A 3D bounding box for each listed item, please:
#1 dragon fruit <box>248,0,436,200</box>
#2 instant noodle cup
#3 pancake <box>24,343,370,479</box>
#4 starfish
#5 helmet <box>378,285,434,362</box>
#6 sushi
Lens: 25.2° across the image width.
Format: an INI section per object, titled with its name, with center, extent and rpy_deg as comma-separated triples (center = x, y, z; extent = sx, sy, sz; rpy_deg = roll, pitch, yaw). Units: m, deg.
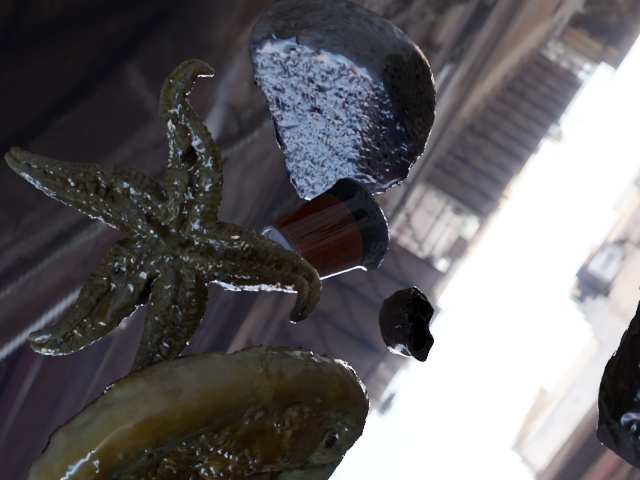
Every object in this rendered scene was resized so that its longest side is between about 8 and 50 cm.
[dragon fruit]
center = 0.053, -0.212, 1.947
extent = 0.221, 0.283, 0.204
rpy_deg = 1, -141, 31
[instant noodle cup]
center = -0.001, -0.002, 1.839
extent = 0.135, 0.127, 0.127
rpy_deg = -24, -124, -31
[pancake]
center = -0.119, 0.229, 1.387
extent = 0.387, 0.387, 0.082
rpy_deg = 1, -131, -42
[starfish]
center = -0.149, 0.007, 1.412
extent = 0.327, 0.375, 0.094
rpy_deg = 7, -165, 14
[helmet]
center = 0.129, 0.134, 2.251
extent = 0.098, 0.070, 0.123
rpy_deg = 37, -126, -48
[sushi]
center = 0.574, 0.174, 2.099
extent = 0.281, 0.294, 0.299
rpy_deg = 21, -144, 14
